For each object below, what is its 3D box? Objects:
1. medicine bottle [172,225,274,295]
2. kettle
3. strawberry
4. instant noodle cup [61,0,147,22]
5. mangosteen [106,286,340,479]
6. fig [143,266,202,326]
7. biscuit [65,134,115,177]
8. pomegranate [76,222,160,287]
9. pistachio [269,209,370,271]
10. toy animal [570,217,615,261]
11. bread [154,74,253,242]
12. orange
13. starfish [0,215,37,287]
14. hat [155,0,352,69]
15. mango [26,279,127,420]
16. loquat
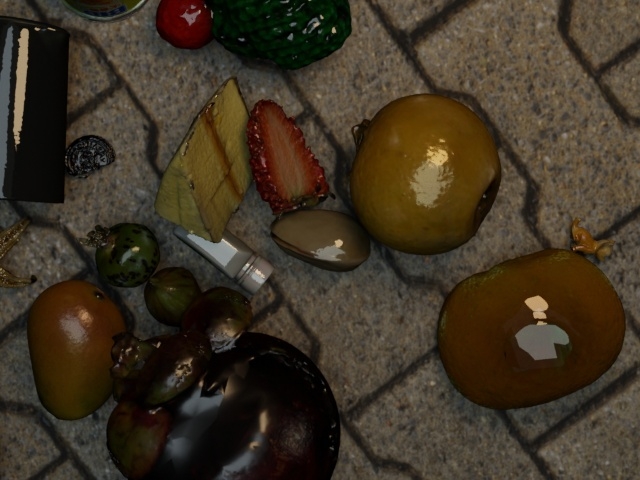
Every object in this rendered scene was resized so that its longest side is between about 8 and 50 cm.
[{"bbox_3d":[-0.172,0.017,1.729,0.183,0.119,0.069,37,89,-4],"label":"medicine bottle"},{"bbox_3d":[-0.554,-0.223,1.700,0.203,0.262,0.308,4,91,-36],"label":"kettle"},{"bbox_3d":[-0.072,-0.144,1.723,0.087,0.167,0.208,-18,89,41],"label":"strawberry"},{"bbox_3d":[-0.395,-0.490,1.676,0.205,0.153,0.205,0,94,1],"label":"instant noodle cup"},{"bbox_3d":[-0.166,0.307,1.641,0.381,0.381,0.421,-37,81,2],"label":"mangosteen"},{"bbox_3d":[-0.269,0.092,1.716,0.103,0.155,0.109,-43,58,-3],"label":"fig"},{"bbox_3d":[-0.419,-0.150,1.762,0.089,0.027,0.087,20,93,-2],"label":"biscuit"},{"bbox_3d":[-0.357,0.018,1.720,0.161,0.122,0.122,34,94,-42],"label":"pomegranate"},{"bbox_3d":[0.000,0.000,1.731,0.185,0.126,0.108,15,125,7],"label":"pistachio"},{"bbox_3d":[0.498,-0.001,1.763,0.083,0.060,0.081,1,96,8],"label":"toy animal"},{"bbox_3d":[-0.168,-0.145,1.641,0.135,0.178,0.240,28,53,-2],"label":"bread"},{"bbox_3d":[0.370,0.160,1.722,0.334,0.196,0.263,-18,81,14],"label":"orange"},{"bbox_3d":[-0.591,0.037,1.757,0.190,0.074,0.146,-40,88,1],"label":"starfish"},{"bbox_3d":[-0.124,-0.405,1.670,0.332,0.242,0.274,-19,57,22],"label":"hat"},{"bbox_3d":[-0.431,0.196,1.736,0.175,0.139,0.254,-3,102,12],"label":"mango"},{"bbox_3d":[0.170,-0.119,1.646,0.275,0.275,0.275,0,94,0],"label":"loquat"}]
